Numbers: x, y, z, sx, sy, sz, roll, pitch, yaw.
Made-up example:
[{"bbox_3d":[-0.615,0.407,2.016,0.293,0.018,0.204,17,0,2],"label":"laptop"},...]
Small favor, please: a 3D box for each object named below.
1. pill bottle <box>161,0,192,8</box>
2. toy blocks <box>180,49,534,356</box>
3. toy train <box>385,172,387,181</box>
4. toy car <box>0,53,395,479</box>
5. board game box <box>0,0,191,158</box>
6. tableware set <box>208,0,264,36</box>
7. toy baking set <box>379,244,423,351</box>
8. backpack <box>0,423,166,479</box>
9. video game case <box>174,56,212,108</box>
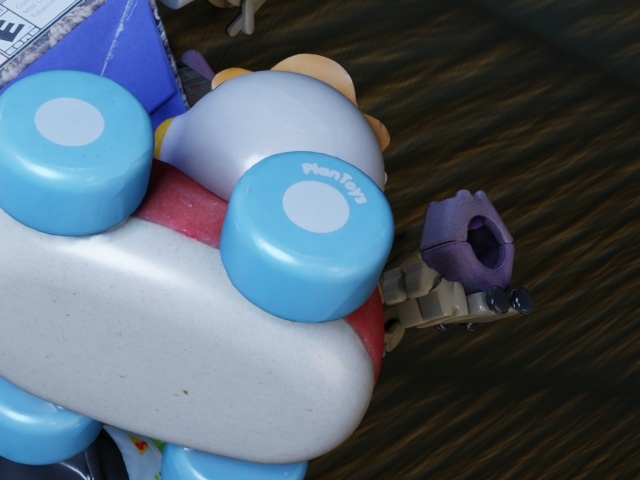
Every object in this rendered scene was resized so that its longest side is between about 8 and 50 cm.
[{"bbox_3d":[-0.050,-0.251,1.184,0.187,0.112,0.112,-33,142,-15],"label":"pill bottle"},{"bbox_3d":[-0.055,-0.032,1.252,0.288,0.309,0.260,3,72,-47],"label":"toy blocks"},{"bbox_3d":[0.000,0.000,1.545,0.125,0.046,0.166,2,113,-67],"label":"toy train"},{"bbox_3d":[-0.053,-0.019,0.817,0.219,0.210,0.238,107,3,-47],"label":"toy car"},{"bbox_3d":[-0.255,-0.088,0.881,0.232,0.291,0.141,-43,146,-21],"label":"board game box"},{"bbox_3d":[-0.022,-0.260,1.291,0.194,0.039,0.128,-50,147,-12],"label":"tableware set"},{"bbox_3d":[0.043,0.109,1.671,0.256,0.030,0.197,-33,147,-45],"label":"toy baking set"},{"bbox_3d":[-0.172,0.247,1.328,0.290,0.273,0.355,-32,174,23],"label":"backpack"},{"bbox_3d":[-0.140,-0.104,1.093,0.022,0.173,0.190,-59,168,22],"label":"video game case"}]
